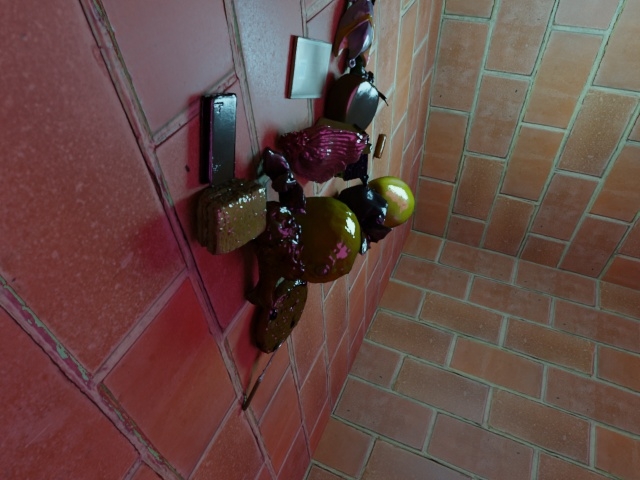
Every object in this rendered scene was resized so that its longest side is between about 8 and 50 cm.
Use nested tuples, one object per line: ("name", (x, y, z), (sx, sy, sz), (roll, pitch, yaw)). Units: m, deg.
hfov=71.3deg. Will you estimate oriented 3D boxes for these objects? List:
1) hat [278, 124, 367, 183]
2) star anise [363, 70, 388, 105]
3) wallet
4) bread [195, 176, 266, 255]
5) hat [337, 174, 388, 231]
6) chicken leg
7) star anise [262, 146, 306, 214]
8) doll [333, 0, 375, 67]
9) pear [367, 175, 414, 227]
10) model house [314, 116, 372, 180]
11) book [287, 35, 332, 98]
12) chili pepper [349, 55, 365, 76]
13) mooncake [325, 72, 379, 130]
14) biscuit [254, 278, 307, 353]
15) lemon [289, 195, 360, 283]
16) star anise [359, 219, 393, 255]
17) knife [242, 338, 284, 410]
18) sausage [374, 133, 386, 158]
("hat", (-0.014, -0.277, 1.369), (0.286, 0.107, 0.237), (7, 137, -47))
("star anise", (0.215, -0.612, 1.788), (0.158, 0.144, 0.141), (-33, 128, -62))
("wallet", (-0.226, -0.225, 0.999), (0.110, 0.031, 0.198), (-39, 141, -59))
("bread", (-0.215, -0.062, 1.058), (0.196, 0.102, 0.138), (-42, 141, -53))
("hat", (0.133, -0.171, 1.927), (0.238, 0.209, 0.336), (-37, -161, 1))
("chicken leg", (-0.122, 0.060, 1.260), (0.140, 0.211, 0.361), (-18, 126, -30))
("star anise", (-0.099, -0.156, 1.211), (0.212, 0.073, 0.197), (61, -4, -12))
("doll", (0.132, -0.743, 1.496), (0.145, 0.103, 0.316), (-11, 110, -65))
("pear", (0.325, -0.189, 2.272), (0.336, 0.285, 0.285), (-18, 123, -51))
("model house", (0.070, -0.285, 1.530), (0.194, 0.211, 0.170), (86, 25, -49))
("book", (-0.030, -0.515, 1.343), (0.241, 0.018, 0.170), (-36, 140, -61))
("chili pepper", (0.144, -0.700, 1.614), (0.098, 0.061, 0.224), (-177, -83, -77))
("mooncake", (0.107, -0.475, 1.606), (0.235, 0.117, 0.235), (-44, 152, -31))
("biscuit", (-0.141, 0.256, 1.574), (0.296, 0.075, 0.296), (-50, 154, -35))
("lemon", (0.000, -0.004, 1.416), (0.316, 0.285, 0.285), (11, -97, 65))
("star anise", (0.176, -0.024, 1.984), (0.292, 0.349, 0.109), (-35, 113, -36))
("knife", (-0.203, 0.474, 1.587), (0.298, 0.017, 0.047), (-63, 164, 6))
("sausage", (0.312, -0.493, 2.323), (0.041, 0.039, 0.131), (9, 96, -64))
